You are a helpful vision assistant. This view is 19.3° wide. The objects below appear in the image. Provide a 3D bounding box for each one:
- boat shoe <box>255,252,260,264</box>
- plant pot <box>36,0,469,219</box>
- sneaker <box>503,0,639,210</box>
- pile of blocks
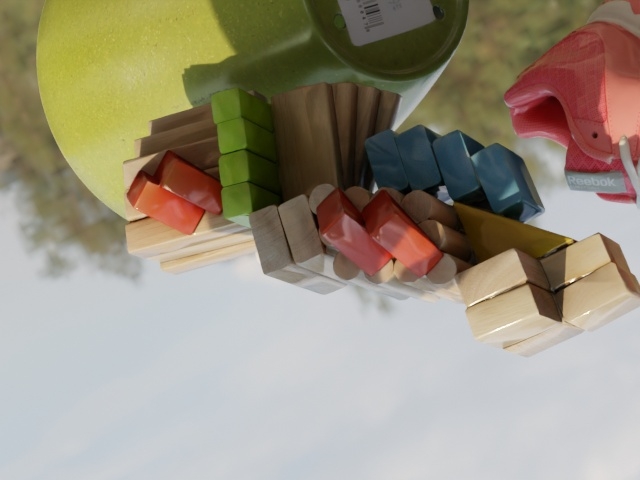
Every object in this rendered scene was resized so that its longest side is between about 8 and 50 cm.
[{"bbox_3d":[0.000,0.000,1.335,0.100,0.035,0.035,-12,-165,-39],"label":"boat shoe"},{"bbox_3d":[-0.028,-0.151,1.380,0.274,0.275,0.293,-30,-171,-29],"label":"plant pot"},{"bbox_3d":[0.230,-0.050,1.188,0.136,0.116,0.314,-29,-145,-13],"label":"sneaker"},{"bbox_3d":[0.019,-0.031,1.149,0.362,0.149,0.112,13,176,28],"label":"pile of blocks"}]
